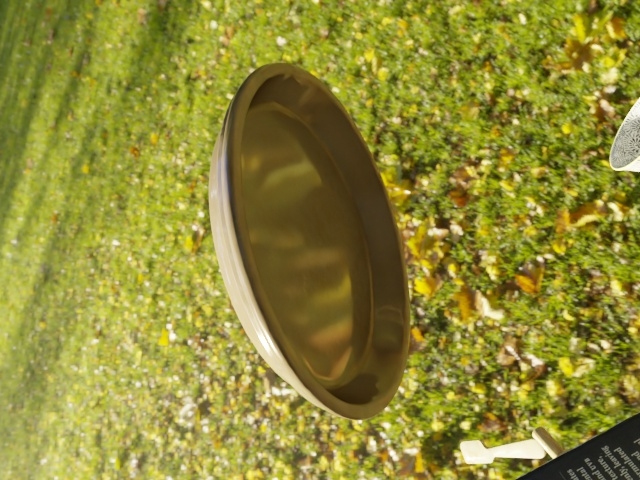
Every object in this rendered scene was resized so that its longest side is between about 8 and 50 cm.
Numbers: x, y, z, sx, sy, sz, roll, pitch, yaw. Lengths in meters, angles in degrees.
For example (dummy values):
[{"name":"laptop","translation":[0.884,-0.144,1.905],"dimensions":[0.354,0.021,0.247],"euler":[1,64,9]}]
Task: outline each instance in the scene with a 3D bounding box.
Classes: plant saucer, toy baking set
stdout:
[{"name":"plant saucer","translation":[0.000,0.000,0.505],"dimensions":[0.041,0.278,0.277],"euler":[-16,67,25]},{"name":"toy baking set","translation":[0.267,0.322,0.772],"dimensions":[0.256,0.030,0.196],"euler":[52,137,32]}]

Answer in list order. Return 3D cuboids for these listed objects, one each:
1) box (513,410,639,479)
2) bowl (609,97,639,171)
[{"name":"box","translation":[0.274,0.327,0.531],"dimensions":[0.294,0.296,0.182],"euler":[-30,27,3]},{"name":"bowl","translation":[0.557,-0.174,1.048],"dimensions":[0.170,0.080,0.170],"euler":[-154,90,-89]}]
